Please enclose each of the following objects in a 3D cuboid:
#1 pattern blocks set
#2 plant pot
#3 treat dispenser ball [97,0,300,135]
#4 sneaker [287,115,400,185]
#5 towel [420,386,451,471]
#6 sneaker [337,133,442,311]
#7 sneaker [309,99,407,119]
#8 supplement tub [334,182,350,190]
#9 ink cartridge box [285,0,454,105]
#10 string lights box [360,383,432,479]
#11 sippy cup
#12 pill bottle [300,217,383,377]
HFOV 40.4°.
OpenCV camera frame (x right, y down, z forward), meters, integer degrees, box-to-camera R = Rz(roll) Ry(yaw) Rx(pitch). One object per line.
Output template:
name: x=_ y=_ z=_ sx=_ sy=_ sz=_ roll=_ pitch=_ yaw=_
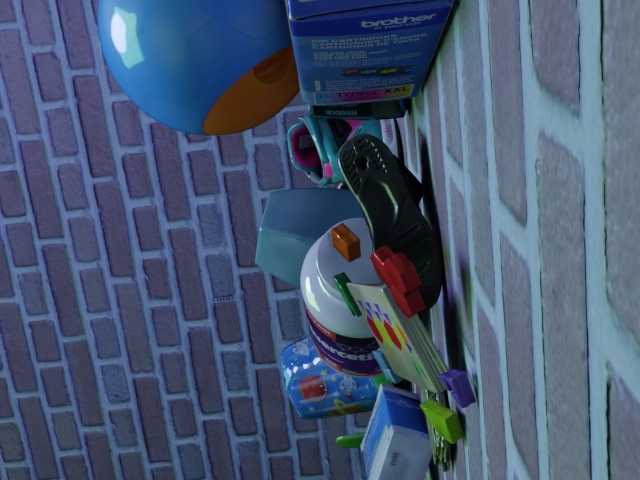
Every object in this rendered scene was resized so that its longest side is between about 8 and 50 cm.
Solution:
pattern blocks set: x=0.093 y=0.108 z=1.020 sx=0.285 sy=0.026 sz=0.325 roll=63 pitch=169 yaw=-13
plant pot: x=0.000 y=0.000 z=1.681 sx=0.165 sy=0.234 sz=0.165 roll=101 pitch=180 yaw=-47
treat dispenser ball: x=-0.144 y=-0.282 z=1.142 sx=0.288 sy=0.288 sz=0.288 roll=-7 pitch=-90 yaw=-89
sneaker: x=0.033 y=-0.181 z=1.474 sx=0.295 sy=0.179 sz=0.123 roll=-95 pitch=-2 yaw=-59
towel: x=0.157 y=0.229 z=1.181 sx=0.110 sy=0.027 sz=0.148 roll=81 pitch=-179 yaw=-58
sneaker: x=0.102 y=-0.019 z=1.091 sx=0.130 sy=0.087 sz=0.227 roll=12 pitch=-127 yaw=-66
sneaker: x=0.038 y=-0.295 z=1.272 sx=0.340 sy=0.140 sz=0.125 roll=-94 pitch=-6 yaw=-49
supplement tub: x=0.082 y=-0.126 z=1.954 sx=0.198 sy=0.106 sz=0.106 roll=-97 pitch=0 yaw=-73
ink cartridge box: x=0.031 y=-0.309 z=0.851 sx=0.395 sy=0.151 sz=0.269 roll=98 pitch=166 yaw=-86
string lights box: x=0.129 y=0.357 z=1.519 sx=0.259 sy=0.077 sz=0.133 roll=-91 pitch=18 yaw=-82
sippy cup: x=0.044 y=0.273 z=1.851 sx=0.305 sy=0.224 sz=0.240 roll=-80 pitch=-30 yaw=-69
pill bottle: x=0.064 y=0.090 z=1.361 sx=0.323 sy=0.182 sz=0.181 roll=81 pitch=-178 yaw=-65
